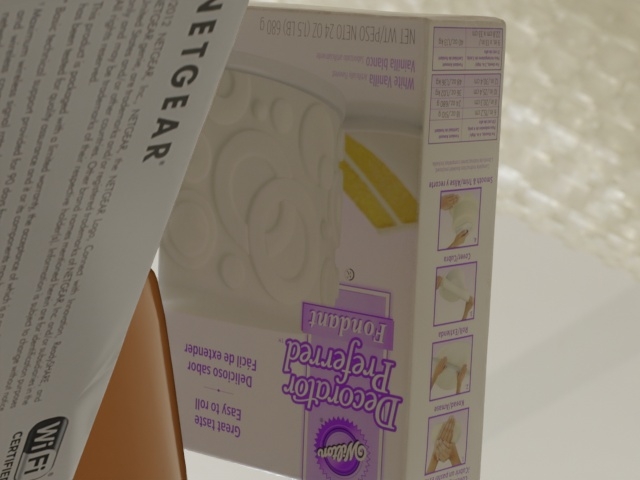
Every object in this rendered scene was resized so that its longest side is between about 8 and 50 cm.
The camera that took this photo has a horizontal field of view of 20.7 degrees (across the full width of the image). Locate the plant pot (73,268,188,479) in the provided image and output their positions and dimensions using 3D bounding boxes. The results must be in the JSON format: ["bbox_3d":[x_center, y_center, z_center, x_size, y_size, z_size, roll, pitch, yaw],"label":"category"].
[{"bbox_3d":[-0.176,0.103,0.754,0.291,0.291,0.203,2,-94,63],"label":"plant pot"}]

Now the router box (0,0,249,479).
[{"bbox_3d":[-0.168,-0.046,0.501,0.301,0.082,0.335,54,-41,29],"label":"router box"}]

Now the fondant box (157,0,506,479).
[{"bbox_3d":[0.000,0.000,1.240,0.238,0.096,0.330,9,-78,39],"label":"fondant box"}]
